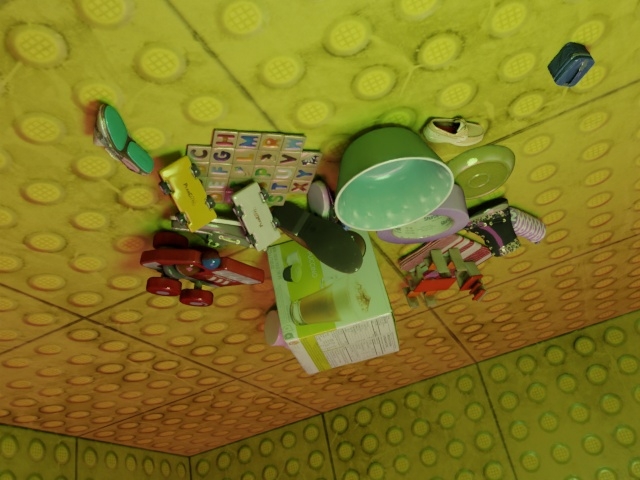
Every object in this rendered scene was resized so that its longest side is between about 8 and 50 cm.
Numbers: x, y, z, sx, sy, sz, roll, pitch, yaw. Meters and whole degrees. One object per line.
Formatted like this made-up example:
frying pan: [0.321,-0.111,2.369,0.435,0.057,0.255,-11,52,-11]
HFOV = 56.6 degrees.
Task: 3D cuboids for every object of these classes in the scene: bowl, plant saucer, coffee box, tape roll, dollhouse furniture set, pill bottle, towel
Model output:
bowl: [0.173,-0.175,1.544,0.311,0.163,0.312,-9,148,-6]
plant saucer: [0.464,-0.188,1.756,0.240,0.037,0.241,-10,150,-6]
coffee box: [0.049,0.193,1.930,0.334,0.338,0.338,-16,149,3]
tape roll: [0.298,-0.077,1.773,0.274,0.090,0.275,-5,159,-2]
dollhouse furniture set: [0.461,0.156,2.152,0.258,0.135,0.262,-3,146,-22]
pill bottle: [-0.064,0.344,2.310,0.282,0.161,0.160,7,144,-31]
towel: [0.465,0.062,2.172,0.328,0.037,0.237,18,136,-43]

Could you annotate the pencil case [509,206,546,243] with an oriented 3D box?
pencil case: [0.684,-0.053,2.023,0.206,0.087,0.088,19,160,-40]

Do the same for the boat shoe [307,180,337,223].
boat shoe: [0.019,-0.096,1.708,0.076,0.080,0.229,-34,144,-21]

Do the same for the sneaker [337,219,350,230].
sneaker: [0.086,-0.082,1.776,0.059,0.053,0.144,14,132,-38]

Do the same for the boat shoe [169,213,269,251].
boat shoe: [-0.273,-0.022,1.662,0.304,0.091,0.109,6,-173,-30]

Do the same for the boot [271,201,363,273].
boot: [0.000,0.000,1.693,0.112,0.305,0.115,-51,158,-11]

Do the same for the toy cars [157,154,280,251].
toy cars: [-0.263,-0.097,1.546,0.393,0.087,0.177,18,99,-39]

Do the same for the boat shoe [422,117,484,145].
boat shoe: [0.350,-0.284,1.529,0.169,0.063,0.059,-3,154,-15]

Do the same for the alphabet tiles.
alphabet tiles: [-0.178,-0.180,1.542,0.342,0.011,0.285,1,147,-18]

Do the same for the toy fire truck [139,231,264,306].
toy fire truck: [-0.339,0.076,1.691,0.253,0.170,0.302,-10,156,34]

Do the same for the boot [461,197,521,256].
boot: [0.520,-0.017,1.928,0.236,0.085,0.179,-23,107,11]

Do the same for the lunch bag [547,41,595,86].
lunch bag: [0.593,-0.410,1.411,0.067,0.065,0.098,1,146,-21]

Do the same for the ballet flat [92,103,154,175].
ballet flat: [-0.458,-0.218,1.335,0.079,0.077,0.221,0,153,16]
